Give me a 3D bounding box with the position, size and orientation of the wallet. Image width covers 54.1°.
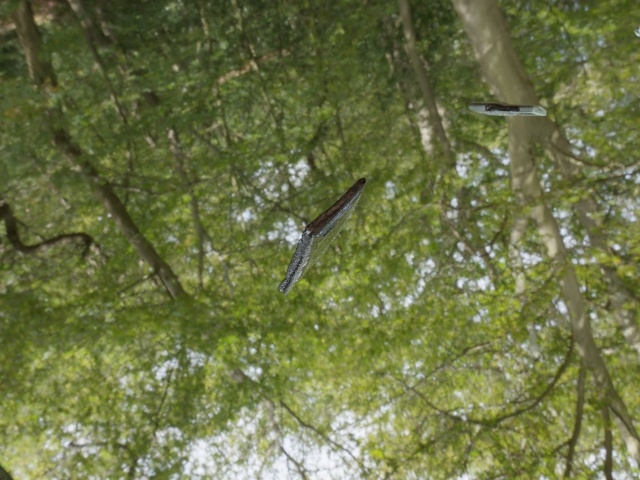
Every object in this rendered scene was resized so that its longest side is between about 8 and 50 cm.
[{"bbox_3d":[0.000,0.000,0.924,0.124,0.025,0.244,-46,173,-25],"label":"wallet"}]

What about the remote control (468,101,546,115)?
[{"bbox_3d":[0.419,-0.298,1.412,0.065,0.029,0.166,0,-171,-44],"label":"remote control"}]

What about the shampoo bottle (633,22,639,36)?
[{"bbox_3d":[0.773,-0.523,1.383,0.065,0.065,0.204,-36,172,-21],"label":"shampoo bottle"}]
